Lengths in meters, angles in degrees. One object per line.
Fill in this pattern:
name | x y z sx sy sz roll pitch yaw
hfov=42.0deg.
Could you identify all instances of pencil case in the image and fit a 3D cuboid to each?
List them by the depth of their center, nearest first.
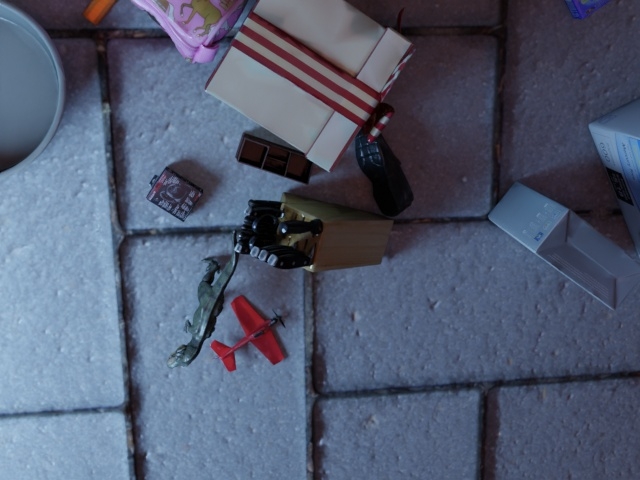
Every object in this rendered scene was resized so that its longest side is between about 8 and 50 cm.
pencil case | -0.276 -0.433 1.216 0.386 0.160 0.167 38 96 -16

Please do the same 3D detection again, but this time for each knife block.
knife block | 0.000 0.000 1.354 0.276 0.242 0.088 13 104 -12

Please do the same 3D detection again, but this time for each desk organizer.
desk organizer | -0.075 -0.137 1.405 0.130 0.050 0.047 17 102 -12

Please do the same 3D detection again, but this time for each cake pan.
cake pan | -0.535 -0.228 1.278 0.293 0.054 0.293 0 89 -5

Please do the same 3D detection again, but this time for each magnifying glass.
magnifying glass | -0.292 -0.436 1.307 0.092 0.026 0.231 39 95 -16

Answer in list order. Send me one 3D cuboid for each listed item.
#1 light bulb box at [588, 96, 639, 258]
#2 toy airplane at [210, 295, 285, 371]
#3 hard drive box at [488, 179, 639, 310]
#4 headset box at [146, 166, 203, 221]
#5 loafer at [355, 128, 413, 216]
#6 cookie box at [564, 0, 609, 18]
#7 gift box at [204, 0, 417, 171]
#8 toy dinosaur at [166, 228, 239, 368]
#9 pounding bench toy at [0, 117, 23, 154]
light bulb box | 0.674 -0.065 1.368 0.225 0.361 0.358 -28 107 0
toy airplane | -0.134 0.176 1.496 0.151 0.028 0.151 -2 104 -7
hard drive box | 0.411 0.003 1.418 0.181 0.232 0.089 35 98 -16
headset box | -0.249 -0.080 1.406 0.083 0.032 0.062 32 98 -14
loafer | 0.110 -0.128 1.438 0.061 0.062 0.170 -29 104 -40
cookie box | 0.446 -0.443 1.398 0.092 0.040 0.107 -34 107 2
gift box | 0.000 -0.276 1.272 0.258 0.255 0.276 32 105 -13
toy dinosaur | -0.187 0.093 1.418 0.064 0.118 0.268 21 101 -13
pounding bench toy | -0.509 -0.162 1.336 0.065 0.052 0.083 6 104 -9
